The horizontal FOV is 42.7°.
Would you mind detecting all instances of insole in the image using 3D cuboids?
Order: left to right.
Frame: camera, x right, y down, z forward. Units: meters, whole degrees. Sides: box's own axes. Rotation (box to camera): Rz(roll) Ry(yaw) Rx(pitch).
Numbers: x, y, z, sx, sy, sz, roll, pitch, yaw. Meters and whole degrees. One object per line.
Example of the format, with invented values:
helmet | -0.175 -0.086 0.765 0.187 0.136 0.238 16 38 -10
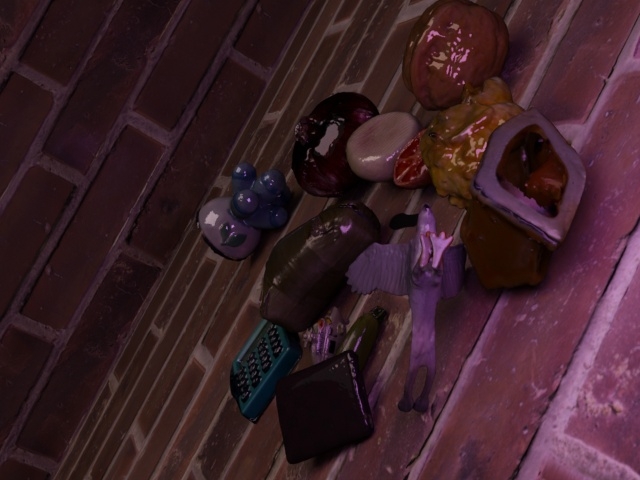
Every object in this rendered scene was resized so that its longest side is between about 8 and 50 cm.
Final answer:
insole | 0.192 -0.045 1.881 0.135 0.002 0.045 -5 59 66

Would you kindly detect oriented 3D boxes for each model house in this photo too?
model house | 0.335 -0.048 1.367 0.268 0.173 0.239 -58 -21 -33

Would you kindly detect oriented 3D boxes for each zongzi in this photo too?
zongzi | 0.000 0.000 2.053 0.356 0.174 0.393 -46 18 22

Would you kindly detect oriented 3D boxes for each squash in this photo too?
squash | 0.063 0.245 1.706 0.252 0.066 0.066 -64 21 -8

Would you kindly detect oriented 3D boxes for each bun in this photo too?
bun | 0.166 -0.218 2.012 0.222 0.127 0.222 -19 34 13

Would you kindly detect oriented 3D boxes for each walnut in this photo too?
walnut | 0.293 -0.407 1.826 0.224 0.257 0.257 37 98 37

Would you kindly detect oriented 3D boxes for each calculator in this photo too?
calculator | -0.151 0.313 2.129 0.248 0.058 0.274 -56 22 14

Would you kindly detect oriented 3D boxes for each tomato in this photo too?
tomato | 0.235 -0.171 1.847 0.155 0.069 0.156 -38 33 30

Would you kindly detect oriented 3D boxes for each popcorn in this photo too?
popcorn | 0.297 -0.185 1.553 0.233 0.192 0.266 -14 66 55

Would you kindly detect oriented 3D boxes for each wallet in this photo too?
wallet | 0.005 0.332 1.641 0.229 0.049 0.182 -30 60 36

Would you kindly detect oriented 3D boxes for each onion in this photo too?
onion | 0.029 -0.267 2.227 0.314 0.232 0.314 -49 24 31

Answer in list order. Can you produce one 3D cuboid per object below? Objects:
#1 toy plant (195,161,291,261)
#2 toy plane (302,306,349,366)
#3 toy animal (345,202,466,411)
toy plant | -0.222 -0.113 2.638 0.332 0.247 0.247 -41 27 33
toy plane | 0.001 0.280 1.772 0.092 0.108 0.286 -18 59 59
toy animal | 0.160 0.105 1.387 0.302 0.225 0.284 93 178 -59
